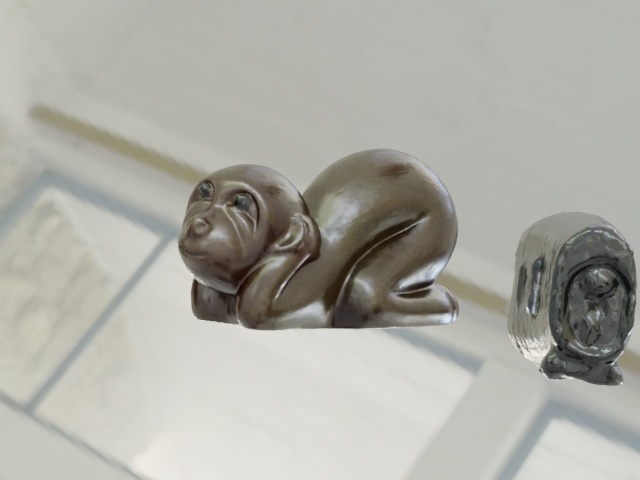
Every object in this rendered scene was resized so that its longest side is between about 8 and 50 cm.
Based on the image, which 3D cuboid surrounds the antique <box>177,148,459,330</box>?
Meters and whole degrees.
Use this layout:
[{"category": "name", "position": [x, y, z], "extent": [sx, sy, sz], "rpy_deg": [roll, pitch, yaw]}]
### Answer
[{"category": "antique", "position": [0.000, 0.000, 1.313], "extent": [0.256, 0.143, 0.121], "rpy_deg": [-2, 5, -31]}]

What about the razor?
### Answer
[{"category": "razor", "position": [0.281, 0.063, 1.854], "extent": [0.107, 0.189, 0.327], "rpy_deg": [6, 1, -1]}]
